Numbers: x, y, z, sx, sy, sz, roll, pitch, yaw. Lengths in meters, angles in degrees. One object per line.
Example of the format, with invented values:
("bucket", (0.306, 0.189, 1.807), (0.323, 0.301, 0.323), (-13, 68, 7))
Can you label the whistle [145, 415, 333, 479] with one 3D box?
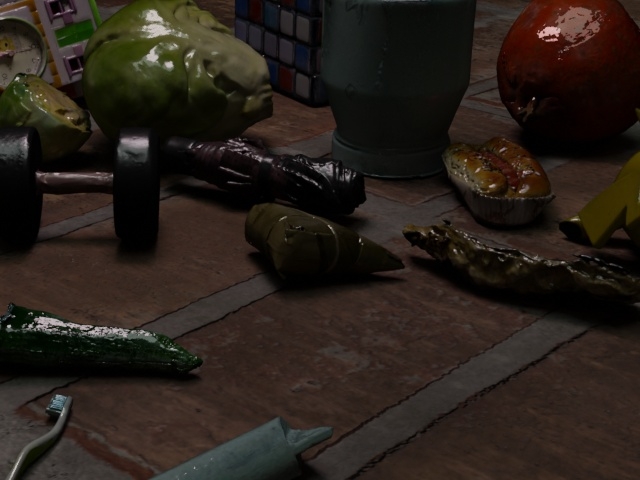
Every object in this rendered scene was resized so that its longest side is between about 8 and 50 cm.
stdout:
("whistle", (-0.112, 0.223, 1.143), (0.062, 0.062, 0.312), (22, 29, 39))

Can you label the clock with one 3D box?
("clock", (-0.539, -0.336, 2.273), (0.309, 0.235, 0.166), (-23, 14, -25))

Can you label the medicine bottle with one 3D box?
("medicine bottle", (0.118, -0.262, 2.059), (0.244, 0.290, 0.245), (3, 21, -1))

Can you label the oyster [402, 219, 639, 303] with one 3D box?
("oyster", (0.250, 0.033, 1.646), (0.345, 0.079, 0.128), (13, 4, 30))

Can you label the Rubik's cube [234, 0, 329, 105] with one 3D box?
("Rubik's cube", (0.022, -0.444, 2.497), (0.291, 0.287, 0.293), (-12, 27, -31))

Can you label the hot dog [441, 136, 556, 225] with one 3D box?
("hot dog", (0.265, -0.095, 1.943), (0.144, 0.075, 0.268), (-4, 20, -9))

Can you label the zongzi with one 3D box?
("zongzi", (0.000, 0.000, 1.695), (0.176, 0.079, 0.160), (3, 19, -25))

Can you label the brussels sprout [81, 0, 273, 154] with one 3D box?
("brussels sprout", (-0.238, -0.261, 2.083), (0.316, 0.243, 0.273), (-12, 32, -34))

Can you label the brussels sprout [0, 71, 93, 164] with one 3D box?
("brussels sprout", (-0.439, -0.176, 2.026), (0.151, 0.122, 0.149), (32, 20, -23))

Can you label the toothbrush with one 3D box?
("toothbrush", (-0.273, 0.211, 1.213), (0.026, 0.022, 0.263), (17, 22, -2))

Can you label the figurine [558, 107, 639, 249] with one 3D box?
("figurine", (0.464, -0.035, 1.709), (0.169, 0.218, 0.327), (39, 5, -18))

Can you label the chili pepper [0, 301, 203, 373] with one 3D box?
("chili pepper", (-0.239, 0.118, 1.408), (0.226, 0.059, 0.088), (9, 27, 4))

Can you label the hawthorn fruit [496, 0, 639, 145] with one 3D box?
("hawthorn fruit", (0.410, -0.276, 2.188), (0.276, 0.276, 0.307), (21, 43, 39))

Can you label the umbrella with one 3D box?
("umbrella", (-0.090, -0.096, 1.889), (0.326, 0.094, 0.090), (11, 17, 23))

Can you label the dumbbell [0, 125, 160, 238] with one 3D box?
("dumbbell", (-0.325, -0.078, 1.741), (0.218, 0.153, 0.152), (1, 22, -5))
